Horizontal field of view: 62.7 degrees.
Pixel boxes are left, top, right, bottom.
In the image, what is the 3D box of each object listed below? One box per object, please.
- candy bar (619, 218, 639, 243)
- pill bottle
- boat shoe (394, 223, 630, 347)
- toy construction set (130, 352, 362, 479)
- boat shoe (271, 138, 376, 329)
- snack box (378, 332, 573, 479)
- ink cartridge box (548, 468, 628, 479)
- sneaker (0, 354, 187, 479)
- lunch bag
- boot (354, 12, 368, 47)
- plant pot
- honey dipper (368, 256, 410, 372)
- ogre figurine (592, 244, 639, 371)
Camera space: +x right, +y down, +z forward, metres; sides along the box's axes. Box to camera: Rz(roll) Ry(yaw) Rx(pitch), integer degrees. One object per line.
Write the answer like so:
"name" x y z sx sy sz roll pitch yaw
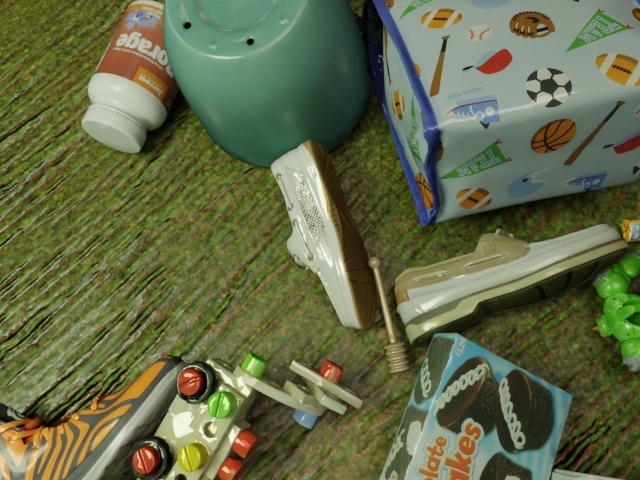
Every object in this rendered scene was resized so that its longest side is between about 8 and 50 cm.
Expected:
"candy bar" 0.517 -0.017 0.767 0.161 0.018 0.040 -3 91 1
"pill bottle" -0.284 -0.253 0.823 0.121 0.121 0.216 15 73 7
"boat shoe" 0.242 0.037 0.697 0.302 0.113 0.103 -22 60 6
"toy construction set" -0.097 0.265 0.624 0.215 0.151 0.328 29 72 18
"boat shoe" 0.000 0.000 0.751 0.096 0.098 0.277 -22 78 22
"snack box" 0.167 0.295 0.622 0.187 0.060 0.322 29 73 -12
"ink cartridge box" 0.359 0.419 0.573 0.211 0.121 0.289 9 72 5
"sneaker" -0.324 0.239 0.656 0.180 0.125 0.321 39 77 12
"lunch bag" 0.249 -0.240 0.736 0.327 0.239 0.386 -12 55 0
"boot" 0.074 -0.331 0.881 0.099 0.045 0.121 -8 73 -7
"plant pot" -0.081 -0.278 0.739 0.292 0.235 0.293 -2 79 9
"honey dipper" 0.093 0.100 0.728 0.030 0.030 0.161 -11 79 -2
"ogre figurine" 0.434 0.096 0.696 0.118 0.097 0.197 -3 82 -11
